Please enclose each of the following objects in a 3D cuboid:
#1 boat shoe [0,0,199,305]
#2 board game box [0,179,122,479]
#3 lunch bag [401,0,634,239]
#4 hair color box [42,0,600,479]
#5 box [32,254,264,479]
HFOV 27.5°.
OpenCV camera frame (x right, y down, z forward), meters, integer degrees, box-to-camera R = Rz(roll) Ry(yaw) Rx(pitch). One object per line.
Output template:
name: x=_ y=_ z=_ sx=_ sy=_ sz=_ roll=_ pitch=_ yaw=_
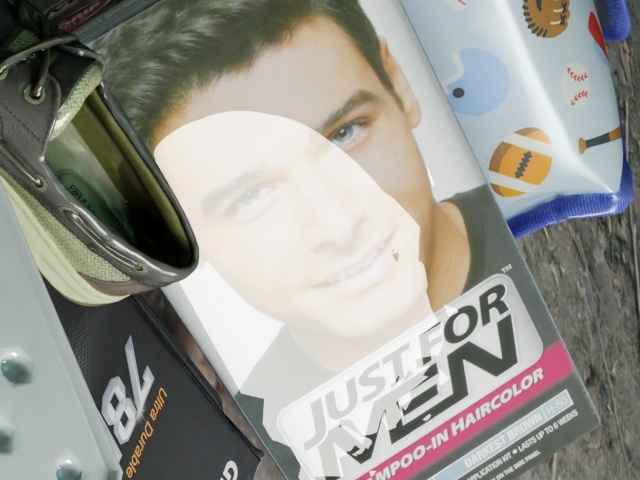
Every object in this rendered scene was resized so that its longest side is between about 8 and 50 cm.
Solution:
boat shoe: x=-0.125 y=-0.063 z=0.573 sx=0.223 sy=0.073 sz=0.080 roll=59 pitch=38 yaw=-31
board game box: x=-0.276 y=-0.038 z=0.345 sx=0.390 sy=0.050 sz=0.390 roll=-17 pitch=81 yaw=-51
lunch bag: x=0.078 y=-0.215 z=0.944 sx=0.385 sy=0.239 sz=0.328 roll=-79 pitch=146 yaw=-57
hair color box: x=0.000 y=0.000 z=0.759 sx=0.374 sy=0.185 sz=0.113 roll=60 pitch=-6 yaw=-27
box: x=-0.162 y=0.132 z=0.603 sx=0.293 sy=0.073 sz=0.295 roll=56 pitch=39 yaw=-33
